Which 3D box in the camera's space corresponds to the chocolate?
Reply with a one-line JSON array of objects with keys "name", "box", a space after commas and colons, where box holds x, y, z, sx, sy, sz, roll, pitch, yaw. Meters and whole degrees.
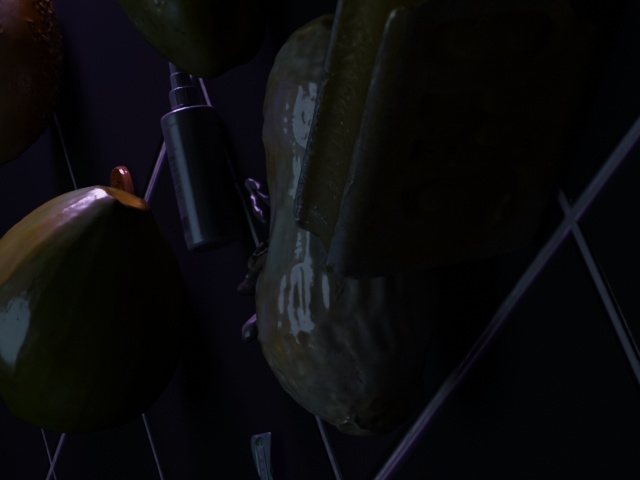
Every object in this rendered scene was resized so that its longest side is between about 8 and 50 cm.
[{"name": "chocolate", "box": [0.018, -0.010, 1.236, 0.134, 0.134, 0.309, -162, 68, -65]}]

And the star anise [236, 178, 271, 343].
[{"name": "star anise", "box": [0.000, 0.000, 1.395, 0.231, 0.089, 0.209, -26, 63, 60]}]

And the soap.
[{"name": "soap", "box": [0.083, -0.099, 1.069, 0.257, 0.160, 0.080, 103, 148, -42]}]

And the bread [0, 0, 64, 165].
[{"name": "bread", "box": [-0.402, -0.227, 2.160, 0.192, 0.171, 0.314, 45, 138, 52]}]

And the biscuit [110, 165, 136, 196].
[{"name": "biscuit", "box": [-0.225, -0.040, 2.006, 0.078, 0.015, 0.091, 159, 102, -68]}]

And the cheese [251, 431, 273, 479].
[{"name": "cheese", "box": [-0.048, 0.246, 1.672, 0.067, 0.026, 0.120, 154, 106, -66]}]

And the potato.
[{"name": "potato", "box": [-0.113, -0.239, 1.534, 0.157, 0.157, 0.194, -15, 97, 67]}]

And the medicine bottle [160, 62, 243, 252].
[{"name": "medicine bottle", "box": [-0.121, -0.090, 1.690, 0.057, 0.058, 0.199, 144, 116, -65]}]

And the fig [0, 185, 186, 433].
[{"name": "fig", "box": [-0.248, 0.065, 1.837, 0.271, 0.239, 0.239, -64, 38, 30]}]
